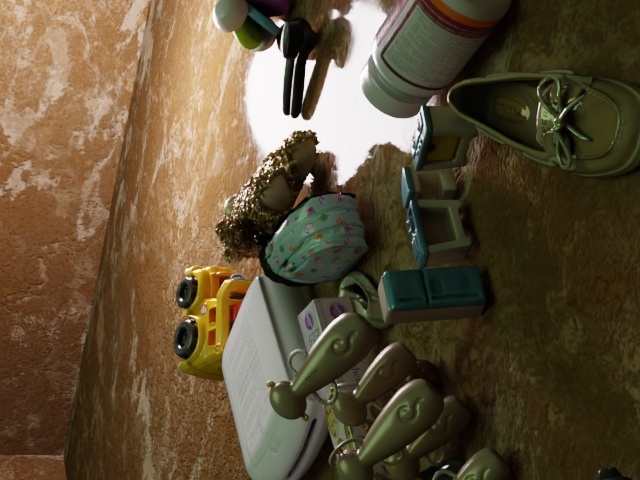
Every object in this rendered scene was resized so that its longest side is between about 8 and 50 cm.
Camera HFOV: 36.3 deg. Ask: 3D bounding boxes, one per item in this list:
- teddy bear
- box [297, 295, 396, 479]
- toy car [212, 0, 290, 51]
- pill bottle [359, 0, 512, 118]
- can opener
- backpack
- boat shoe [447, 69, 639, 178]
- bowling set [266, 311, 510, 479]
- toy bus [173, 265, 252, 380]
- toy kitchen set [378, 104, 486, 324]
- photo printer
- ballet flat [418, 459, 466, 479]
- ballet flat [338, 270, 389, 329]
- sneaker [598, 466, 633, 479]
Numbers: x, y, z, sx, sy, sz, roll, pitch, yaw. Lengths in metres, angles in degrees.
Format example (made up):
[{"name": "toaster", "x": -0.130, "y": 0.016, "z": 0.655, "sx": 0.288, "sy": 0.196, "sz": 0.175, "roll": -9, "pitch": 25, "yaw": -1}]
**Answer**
[{"name": "teddy bear", "x": -0.098, "y": -0.075, "z": 1.663, "sx": 0.245, "sy": 0.113, "sz": 0.338, "roll": -62, "pitch": 3, "yaw": -9}, {"name": "box", "x": 0.046, "y": 0.238, "z": 1.363, "sx": 0.067, "sy": 0.063, "sz": 0.324, "roll": -47, "pitch": 54, "yaw": 53}, {"name": "toy car", "x": -0.121, "y": -0.466, "z": 1.907, "sx": 0.136, "sy": 0.159, "sz": 0.182, "roll": -10, "pitch": 72, "yaw": 28}, {"name": "pill bottle", "x": 0.140, "y": -0.262, "z": 1.252, "sx": 0.221, "sy": 0.121, "sz": 0.121, "roll": 127, "pitch": 141, "yaw": -50}, {"name": "can opener", "x": -0.048, "y": -0.316, "z": 1.780, "sx": 0.059, "sy": 0.073, "sz": 0.186, "roll": 43, "pitch": 134, "yaw": 52}, {"name": "backpack", "x": 0.000, "y": 0.000, "z": 1.516, "sx": 0.182, "sy": 0.151, "sz": 0.115, "roll": -47, "pitch": 59, "yaw": 50}, {"name": "boat shoe", "x": 0.237, "y": -0.128, "z": 1.037, "sx": 0.285, "sy": 0.089, "sz": 0.105, "roll": -155, "pitch": 73, "yaw": -65}, {"name": "bowling set", "x": 0.092, "y": 0.228, "z": 1.192, "sx": 0.154, "sy": 0.200, "sz": 0.287, "roll": -46, "pitch": 76, "yaw": 7}, {"name": "toy bus", "x": -0.169, "y": 0.139, "z": 1.867, "sx": 0.211, "sy": 0.149, "sz": 0.220, "roll": -28, "pitch": 56, "yaw": 47}, {"name": "toy kitchen set", "x": 0.129, "y": -0.031, "z": 1.170, "sx": 0.166, "sy": 0.122, "sz": 0.207, "roll": 100, "pitch": 163, "yaw": -57}, {"name": "photo printer", "x": -0.069, "y": 0.242, "z": 1.635, "sx": 0.308, "sy": 0.107, "sz": 0.256, "roll": -111, "pitch": 35, "yaw": -45}, {"name": "ballet flat", "x": 0.150, "y": 0.311, "z": 1.218, "sx": 0.173, "sy": 0.049, "sz": 0.057, "roll": -35, "pitch": 25, "yaw": 54}, {"name": "ballet flat", "x": 0.056, "y": 0.084, "z": 1.454, "sx": 0.168, "sy": 0.052, "sz": 0.057, "roll": -144, "pitch": 62, "yaw": -64}, {"name": "sneaker", "x": 0.254, "y": 0.347, "z": 0.884, "sx": 0.135, "sy": 0.097, "sz": 0.276, "roll": -135, "pitch": 53, "yaw": -61}]
